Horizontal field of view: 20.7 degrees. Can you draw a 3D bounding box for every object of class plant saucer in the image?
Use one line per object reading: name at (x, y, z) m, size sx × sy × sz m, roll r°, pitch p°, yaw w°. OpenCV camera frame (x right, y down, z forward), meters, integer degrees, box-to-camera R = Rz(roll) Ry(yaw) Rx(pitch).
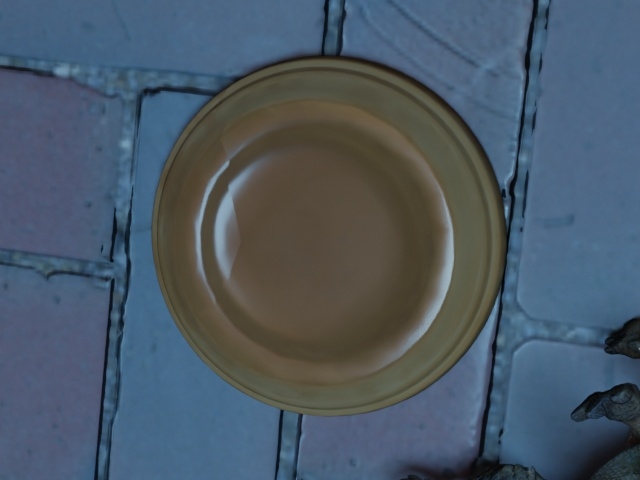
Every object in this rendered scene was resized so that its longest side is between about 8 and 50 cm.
plant saucer at (0.000, 0.000, 0.954) m, size 0.200 × 0.037 × 0.200 m, roll 2°, pitch 97°, yaw 13°

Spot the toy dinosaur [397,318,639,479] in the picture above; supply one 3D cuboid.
toy dinosaur at (0.163, 0.171, 0.898) m, size 0.295 × 0.127 × 0.200 m, roll -36°, pitch 95°, yaw 2°
